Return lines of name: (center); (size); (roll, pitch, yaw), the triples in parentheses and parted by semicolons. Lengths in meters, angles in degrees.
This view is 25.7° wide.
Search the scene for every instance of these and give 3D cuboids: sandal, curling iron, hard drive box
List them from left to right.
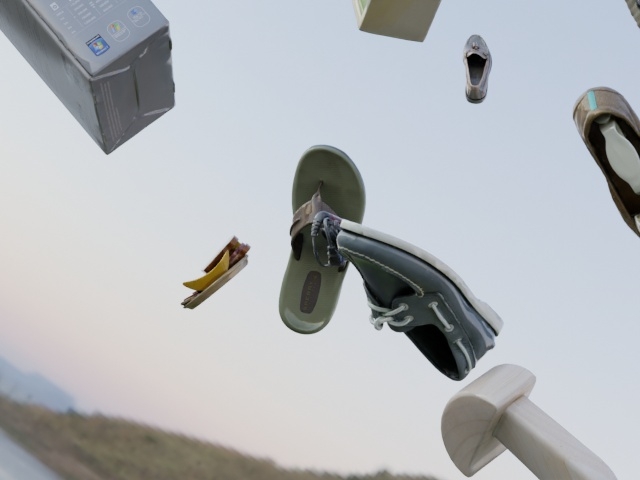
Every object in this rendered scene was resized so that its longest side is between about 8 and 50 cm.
hard drive box: (-0.239, -0.216, 1.281); (0.232, 0.089, 0.181); (49, -15, 11)
sandal: (0.001, 0.001, 2.202); (0.120, 0.303, 0.086); (8, 3, 6)
curling iron: (0.053, 0.014, 1.794); (0.035, 0.068, 0.274); (-4, -10, 23)

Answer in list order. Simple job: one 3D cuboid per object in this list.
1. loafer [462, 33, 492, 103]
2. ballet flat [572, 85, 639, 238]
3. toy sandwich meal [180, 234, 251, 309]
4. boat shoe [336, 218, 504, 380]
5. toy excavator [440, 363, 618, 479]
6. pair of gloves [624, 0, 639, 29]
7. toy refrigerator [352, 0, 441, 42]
loafer: (0.238, -0.267, 2.130); (0.045, 0.125, 0.039); (-1, -31, 7)
ballet flat: (0.505, -0.086, 2.195); (0.342, 0.116, 0.124); (58, 19, -14)
toy sandwich meal: (-0.098, 0.029, 1.283); (0.029, 0.085, 0.085); (51, -13, -3)
boat shoe: (0.112, 0.076, 1.668); (0.116, 0.099, 0.319); (22, -11, 42)
toy excavator: (0.341, 0.386, 1.566); (0.432, 0.222, 0.445); (18, -56, 41)
pair of gloves: (0.362, -0.195, 1.229); (0.204, 0.042, 0.240); (106, -36, -58)
toy refrigerator: (0.113, -0.370, 1.616); (0.094, 0.102, 0.270); (8, -47, -17)
